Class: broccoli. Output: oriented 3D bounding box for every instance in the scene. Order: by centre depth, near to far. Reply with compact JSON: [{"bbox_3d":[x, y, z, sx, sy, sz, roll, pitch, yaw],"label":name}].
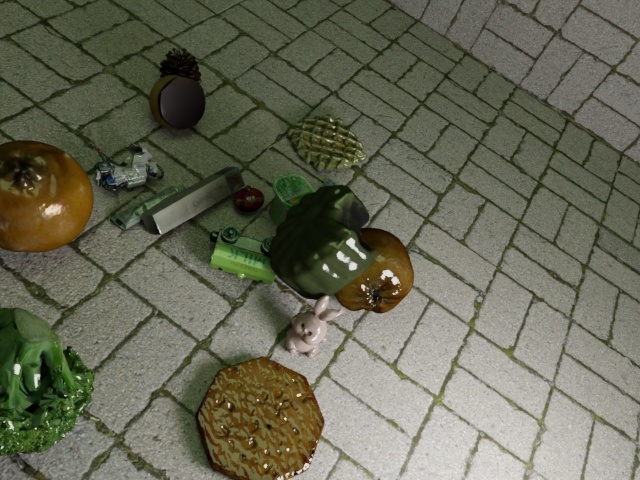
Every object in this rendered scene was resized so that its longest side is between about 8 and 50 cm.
[{"bbox_3d":[-0.705,0.315,1.252,0.309,0.321,0.413,-29,44,-9],"label":"broccoli"}]

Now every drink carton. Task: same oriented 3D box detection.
[{"bbox_3d":[-0.108,-0.130,1.936,0.146,0.142,0.144,-20,66,-32],"label":"drink carton"}]

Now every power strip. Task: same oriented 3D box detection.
[{"bbox_3d":[0.027,-0.204,2.131,0.040,0.016,0.090,38,49,7],"label":"power strip"}]

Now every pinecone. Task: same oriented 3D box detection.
[{"bbox_3d":[-0.540,-0.660,2.145,0.162,0.165,0.163,6,58,-9],"label":"pinecone"}]

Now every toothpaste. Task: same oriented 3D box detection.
[{"bbox_3d":[-0.547,-0.112,1.804,0.268,0.047,0.069,-37,93,-36],"label":"toothpaste"}]

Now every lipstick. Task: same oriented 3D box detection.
[{"bbox_3d":[-0.412,-0.136,1.839,0.079,0.076,0.371,6,33,41],"label":"lipstick"}]

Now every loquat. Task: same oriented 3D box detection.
[{"bbox_3d":[-0.797,-0.121,1.537,0.328,0.329,0.329,11,51,-14],"label":"loquat"}]

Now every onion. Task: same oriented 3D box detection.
[{"bbox_3d":[-0.247,-0.146,1.924,0.107,0.097,0.107,4,36,-3],"label":"onion"}]

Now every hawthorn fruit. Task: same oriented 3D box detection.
[{"bbox_3d":[0.167,0.082,1.822,0.267,0.268,0.301,13,47,-13],"label":"hawthorn fruit"}]

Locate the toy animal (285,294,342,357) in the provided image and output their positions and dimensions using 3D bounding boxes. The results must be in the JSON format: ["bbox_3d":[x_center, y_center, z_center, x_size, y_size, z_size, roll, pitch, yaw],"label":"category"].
[{"bbox_3d":[-0.030,0.252,1.636,0.124,0.213,0.124,14,43,-14],"label":"toy animal"}]

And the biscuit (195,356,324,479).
[{"bbox_3d":[-0.160,0.486,1.508,0.358,0.046,0.360,12,50,-14],"label":"biscuit"}]

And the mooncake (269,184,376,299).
[{"bbox_3d":[0.000,0.000,1.690,0.187,0.351,0.352,39,41,-35],"label":"mooncake"}]

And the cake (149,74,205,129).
[{"bbox_3d":[-0.535,-0.512,2.029,0.185,0.208,0.178,-23,38,-33],"label":"cake"}]

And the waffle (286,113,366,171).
[{"bbox_3d":[0.025,-0.399,2.254,0.309,0.056,0.292,-21,66,-32],"label":"waffle"}]

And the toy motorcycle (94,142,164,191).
[{"bbox_3d":[-0.638,-0.242,1.833,0.221,0.102,0.150,-20,77,-33],"label":"toy motorcycle"}]

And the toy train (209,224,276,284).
[{"bbox_3d":[-0.240,0.052,1.779,0.253,0.105,0.158,18,61,-11],"label":"toy train"}]
